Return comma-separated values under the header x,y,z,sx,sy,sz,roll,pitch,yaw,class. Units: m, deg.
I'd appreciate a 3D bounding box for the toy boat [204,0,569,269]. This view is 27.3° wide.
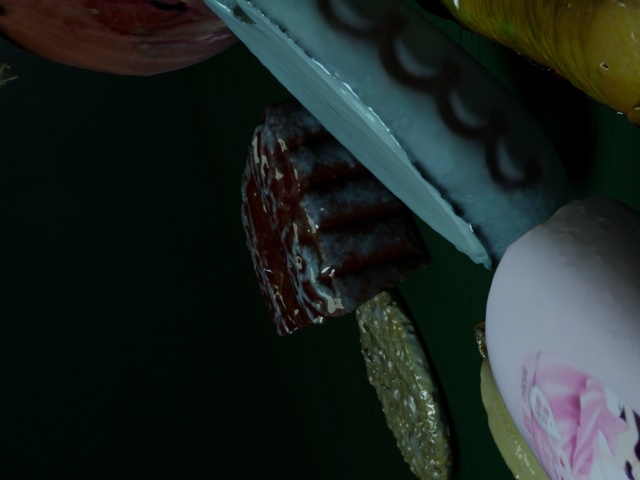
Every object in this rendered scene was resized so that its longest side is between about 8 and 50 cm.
x,y,z,sx,sy,sz,roll,pitch,yaw,class
0.037,-0.075,0.597,0.208,0.079,0.134,42,175,-16,toy boat

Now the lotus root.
x,y,z,sx,sy,sz,roll,pitch,yaw,class
0.127,0.100,0.688,0.150,0.062,0.073,64,148,30,lotus root

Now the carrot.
x,y,z,sx,sy,sz,roll,pitch,yaw,class
0.087,-0.092,0.470,0.260,0.070,0.070,-127,19,-67,carrot

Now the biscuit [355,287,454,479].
x,y,z,sx,sy,sz,roll,pitch,yaw,class
0.076,0.132,1.234,0.220,0.033,0.219,161,90,-80,biscuit

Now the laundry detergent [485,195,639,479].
x,y,z,sx,sy,sz,roll,pitch,yaw,class
0.161,0.129,0.435,0.335,0.088,0.159,-119,7,-47,laundry detergent

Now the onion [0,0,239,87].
x,y,z,sx,sy,sz,roll,pitch,yaw,class
-0.151,-0.270,0.840,0.353,0.354,0.353,160,90,-82,onion

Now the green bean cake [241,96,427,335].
x,y,z,sx,sy,sz,roll,pitch,yaw,class
0.000,0.000,1.113,0.232,0.097,0.198,110,142,-66,green bean cake
